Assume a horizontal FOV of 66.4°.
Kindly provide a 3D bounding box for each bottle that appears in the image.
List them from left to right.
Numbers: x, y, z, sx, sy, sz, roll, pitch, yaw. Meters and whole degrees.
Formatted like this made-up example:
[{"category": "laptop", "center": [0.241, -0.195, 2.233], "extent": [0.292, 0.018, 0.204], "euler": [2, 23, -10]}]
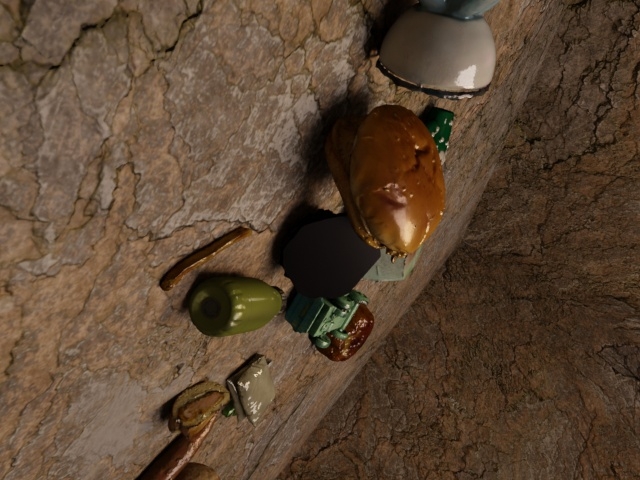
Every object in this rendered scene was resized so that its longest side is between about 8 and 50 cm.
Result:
[{"category": "bottle", "center": [-0.150, 0.129, 0.992], "extent": [0.112, 0.112, 0.260], "euler": [-59, 160, 7]}]

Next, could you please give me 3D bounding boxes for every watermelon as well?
[{"category": "watermelon", "center": [0.180, -0.056, 1.361], "extent": [0.387, 0.228, 0.258], "euler": [-49, 150, -33]}]

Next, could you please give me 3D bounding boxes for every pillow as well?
[{"category": "pillow", "center": [-0.189, 0.411, 1.359], "extent": [0.134, 0.078, 0.181], "euler": [-41, 134, -41]}]

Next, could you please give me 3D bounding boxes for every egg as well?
[{"category": "egg", "center": [-0.349, 0.673, 1.257], "extent": [0.233, 0.195, 0.195], "euler": [-51, 163, 22]}]

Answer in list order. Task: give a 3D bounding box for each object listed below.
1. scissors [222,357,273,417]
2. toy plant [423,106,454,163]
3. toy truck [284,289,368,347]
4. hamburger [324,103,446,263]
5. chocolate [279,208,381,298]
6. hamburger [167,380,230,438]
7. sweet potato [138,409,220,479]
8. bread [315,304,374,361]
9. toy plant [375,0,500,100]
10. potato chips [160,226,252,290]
[{"category": "scissors", "center": [-0.209, 0.431, 1.438], "extent": [0.204, 0.027, 0.101], "euler": [-53, 163, -2]}, {"category": "toy plant", "center": [0.322, -0.271, 1.460], "extent": [0.232, 0.112, 0.243], "euler": [-44, 151, -35]}, {"category": "toy truck", "center": [0.020, 0.198, 1.417], "extent": [0.155, 0.156, 0.279], "euler": [-60, 160, 10]}, {"category": "hamburger", "center": [0.145, -0.122, 1.015], "extent": [0.290, 0.170, 0.314], "euler": [-37, 111, -48]}, {"category": "chocolate", "center": [0.000, 0.000, 1.159], "extent": [0.224, 0.206, 0.177], "euler": [-52, -154, 18]}, {"category": "hamburger", "center": [-0.296, 0.395, 1.120], "extent": [0.102, 0.087, 0.176], "euler": [-51, 171, 23]}, {"category": "sweet potato", "center": [-0.358, 0.542, 1.207], "extent": [0.314, 0.072, 0.066], "euler": [-41, 141, -30]}, {"category": "bread", "center": [0.083, 0.336, 1.806], "extent": [0.232, 0.135, 0.247], "euler": [8, 117, -53]}, {"category": "toy plant", "center": [0.246, -0.451, 0.869], "extent": [0.247, 0.247, 0.332], "euler": [-37, 149, -42]}, {"category": "potato chips", "center": [-0.194, 0.024, 0.860], "extent": [0.204, 0.026, 0.037], "euler": [-39, 157, -40]}]
